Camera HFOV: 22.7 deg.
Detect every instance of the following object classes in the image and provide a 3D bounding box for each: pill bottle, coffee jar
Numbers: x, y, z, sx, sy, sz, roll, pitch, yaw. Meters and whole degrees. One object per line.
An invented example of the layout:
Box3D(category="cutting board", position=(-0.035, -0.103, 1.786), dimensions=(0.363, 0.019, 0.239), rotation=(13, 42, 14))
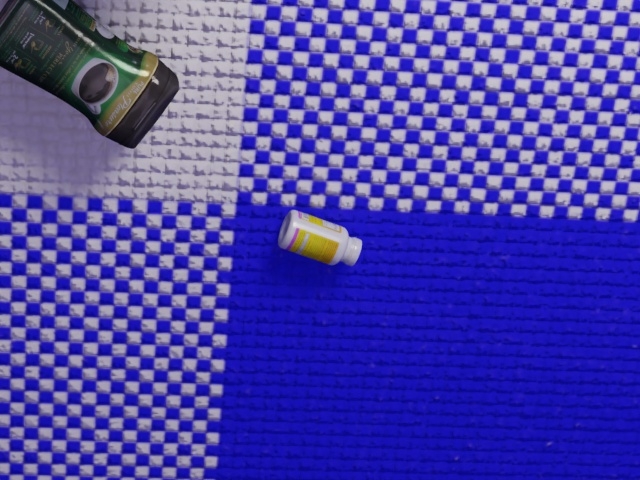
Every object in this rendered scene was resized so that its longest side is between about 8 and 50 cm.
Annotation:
Box3D(category="pill bottle", position=(0.000, 0.000, 1.692), dimensions=(0.083, 0.043, 0.043), rotation=(20, 111, -13))
Box3D(category="coffee jar", position=(-0.233, -0.174, 1.570), dimensions=(0.184, 0.079, 0.096), rotation=(35, 104, -18))
